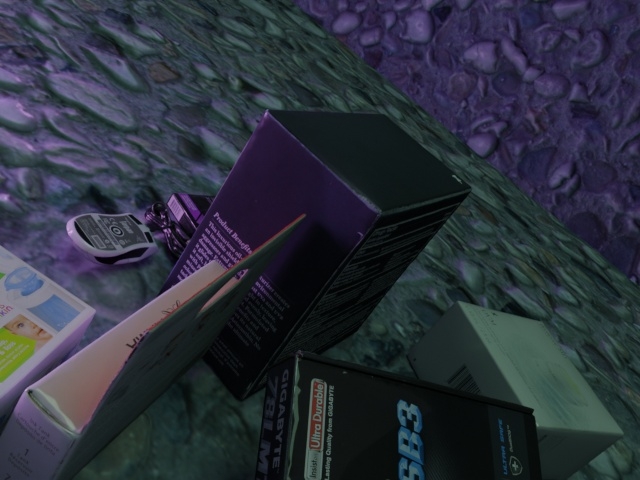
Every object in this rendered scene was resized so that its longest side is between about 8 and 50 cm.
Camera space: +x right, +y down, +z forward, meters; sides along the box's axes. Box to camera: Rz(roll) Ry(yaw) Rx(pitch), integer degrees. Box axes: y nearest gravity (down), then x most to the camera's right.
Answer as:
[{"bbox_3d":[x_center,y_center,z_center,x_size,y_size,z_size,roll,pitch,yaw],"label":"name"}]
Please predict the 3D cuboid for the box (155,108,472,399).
[{"bbox_3d":[0.000,0.000,0.784,0.183,0.294,0.296,45,28,16],"label":"box"}]

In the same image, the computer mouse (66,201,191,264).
[{"bbox_3d":[-0.248,-0.003,0.780,0.106,0.042,0.193,50,24,16],"label":"computer mouse"}]

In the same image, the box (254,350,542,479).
[{"bbox_3d":[0.079,0.274,0.540,0.293,0.073,0.296,20,57,-25],"label":"box"}]

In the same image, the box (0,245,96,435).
[{"bbox_3d":[-0.294,0.107,0.480,0.114,0.103,0.203,35,27,-4],"label":"box"}]

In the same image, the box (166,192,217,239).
[{"bbox_3d":[-0.143,-0.023,0.944,0.162,0.029,0.116,1,43,-50],"label":"box"}]

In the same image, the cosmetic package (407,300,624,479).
[{"bbox_3d":[0.292,0.231,0.931,0.224,0.138,0.224,17,33,-36],"label":"cosmetic package"}]

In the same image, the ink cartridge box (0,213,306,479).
[{"bbox_3d":[-0.144,0.082,0.545,0.060,0.239,0.275,39,27,5],"label":"ink cartridge box"}]
